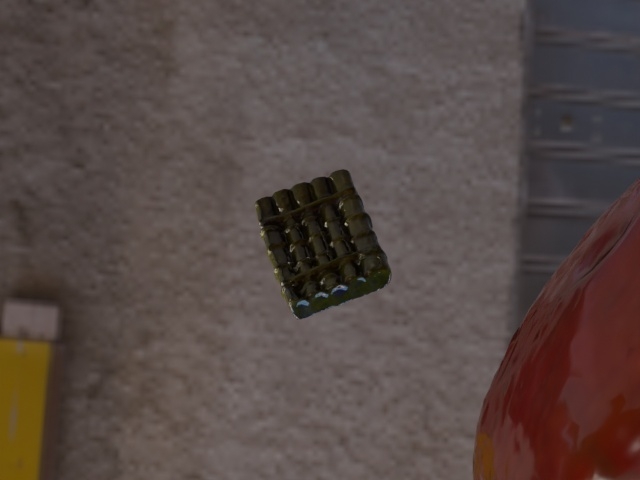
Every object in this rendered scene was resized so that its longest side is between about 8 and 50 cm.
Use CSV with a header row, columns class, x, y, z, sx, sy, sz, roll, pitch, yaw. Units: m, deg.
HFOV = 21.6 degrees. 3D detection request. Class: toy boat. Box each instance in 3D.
class,x,y,z,sx,sy,sz,roll,pitch,yaw
toy boat,0.000,0.000,0.959,0.063,0.016,0.115,-21,-147,-1

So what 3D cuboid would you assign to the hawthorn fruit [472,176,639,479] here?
class,x,y,z,sx,sy,sz,roll,pitch,yaw
hawthorn fruit,0.166,0.034,0.390,0.211,0.211,0.299,12,123,-44
